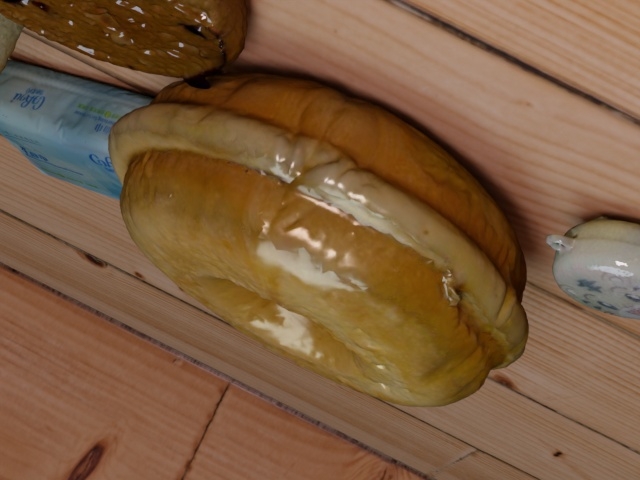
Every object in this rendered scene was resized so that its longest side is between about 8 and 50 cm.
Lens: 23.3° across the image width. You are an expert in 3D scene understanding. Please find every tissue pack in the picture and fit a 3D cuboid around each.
[{"bbox_3d":[-0.242,-0.108,1.734,0.263,0.089,0.177,16,160,32],"label":"tissue pack"}]

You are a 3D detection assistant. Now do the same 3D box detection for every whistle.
[{"bbox_3d":[0.309,0.044,1.376,0.258,0.067,0.126,26,160,-17],"label":"whistle"}]

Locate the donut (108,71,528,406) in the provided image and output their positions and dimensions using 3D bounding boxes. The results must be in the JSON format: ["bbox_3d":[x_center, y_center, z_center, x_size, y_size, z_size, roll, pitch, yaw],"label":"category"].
[{"bbox_3d":[0.000,0.000,1.483,0.449,0.198,0.449,25,164,8],"label":"donut"}]

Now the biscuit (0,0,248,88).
[{"bbox_3d":[-0.189,-0.225,1.278,0.296,0.075,0.296,19,164,6],"label":"biscuit"}]

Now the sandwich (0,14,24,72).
[{"bbox_3d":[-0.398,-0.208,1.396,0.087,0.226,0.251,16,161,41],"label":"sandwich"}]
